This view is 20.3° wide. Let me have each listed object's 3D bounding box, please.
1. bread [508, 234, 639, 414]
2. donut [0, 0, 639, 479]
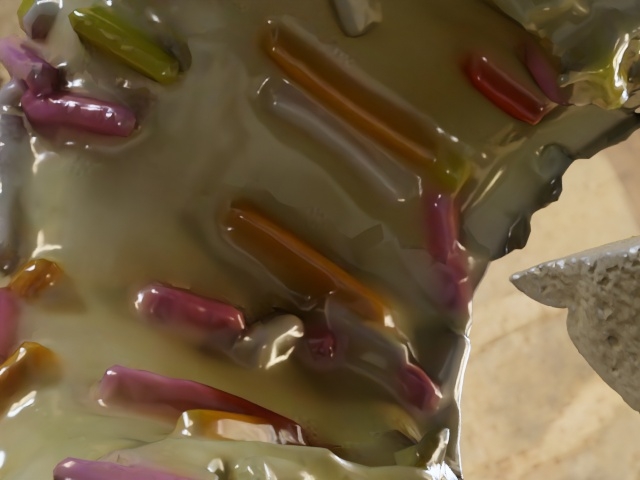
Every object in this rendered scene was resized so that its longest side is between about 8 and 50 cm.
[{"bbox_3d":[0.175,0.001,0.834,0.077,0.152,0.105,-13,-125,-47],"label":"bread"},{"bbox_3d":[0.000,-0.008,0.491,0.150,0.307,0.371,24,-97,-27],"label":"donut"}]
